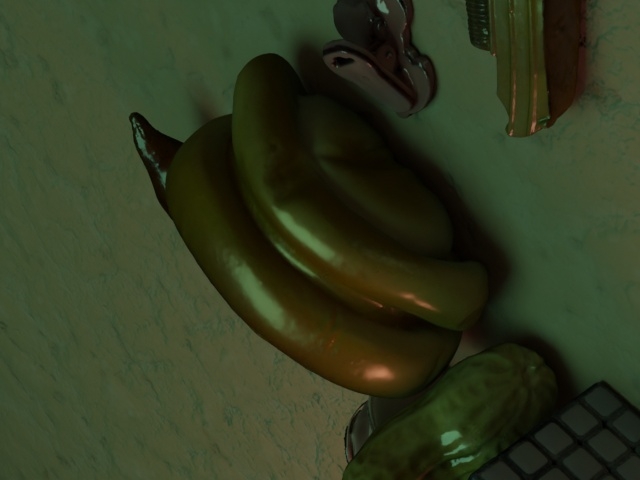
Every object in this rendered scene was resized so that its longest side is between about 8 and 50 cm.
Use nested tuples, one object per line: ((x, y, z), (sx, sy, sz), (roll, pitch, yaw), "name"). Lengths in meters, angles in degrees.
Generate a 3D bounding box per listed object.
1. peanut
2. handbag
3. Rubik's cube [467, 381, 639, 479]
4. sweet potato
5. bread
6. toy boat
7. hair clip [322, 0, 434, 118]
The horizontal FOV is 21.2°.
((0.145, 0.237, 1.989), (0.147, 0.305, 0.147), (56, 178, 3), "peanut")
((0.124, 0.264, 2.151), (0.205, 0.179, 0.116), (54, 140, 7), "handbag")
((0.295, 0.347, 1.930), (0.237, 0.238, 0.237), (41, 143, 25), "Rubik's cube")
((-0.143, -0.041, 2.315), (0.359, 0.112, 0.112), (50, 151, -21), "sweet potato")
((0.019, -0.012, 2.054), (0.245, 0.329, 0.424), (-47, 72, 14), "bread")
((0.196, -0.251, 1.700), (0.115, 0.089, 0.310), (19, 131, 33), "toy boat")
((0.076, -0.217, 1.948), (0.138, 0.102, 0.123), (34, 158, -24), "hair clip")
